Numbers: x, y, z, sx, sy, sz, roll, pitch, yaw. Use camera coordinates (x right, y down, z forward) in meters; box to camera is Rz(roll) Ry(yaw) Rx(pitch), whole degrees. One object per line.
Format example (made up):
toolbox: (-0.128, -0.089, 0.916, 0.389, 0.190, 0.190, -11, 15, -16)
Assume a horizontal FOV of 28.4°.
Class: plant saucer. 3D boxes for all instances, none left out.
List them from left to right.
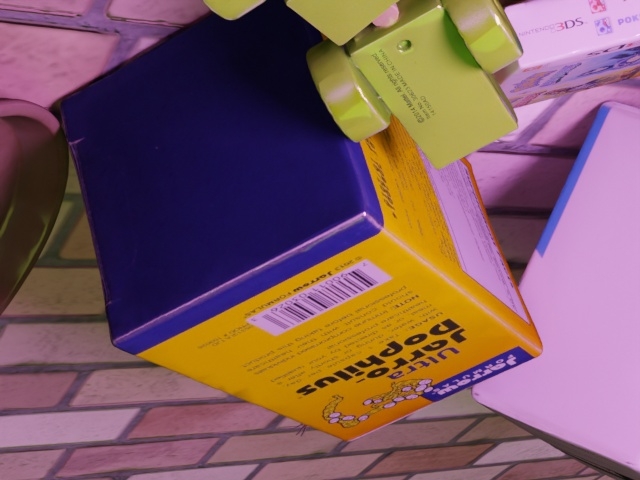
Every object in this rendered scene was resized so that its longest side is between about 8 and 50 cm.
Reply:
plant saucer: (-0.275, 0.018, 0.846, 0.278, 0.041, 0.278, -52, 167, -18)

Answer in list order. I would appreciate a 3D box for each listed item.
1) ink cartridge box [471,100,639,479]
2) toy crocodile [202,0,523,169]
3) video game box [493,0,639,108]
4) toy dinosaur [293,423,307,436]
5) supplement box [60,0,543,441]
ink cartridge box: (0.330, 0.088, 1.190, 0.395, 0.166, 0.285, 34, 80, -58)
toy crocodile: (0.017, -0.153, 0.708, 0.115, 0.105, 0.340, -30, 138, 19)
video game box: (0.198, -0.141, 0.886, 0.187, 0.048, 0.205, -13, 177, -5)
toy dinosaur: (-0.011, 0.181, 1.474, 0.082, 0.047, 0.090, 26, 98, -42)
supplement box: (0.000, 0.000, 0.951, 0.195, 0.194, 0.356, -27, 151, 17)
